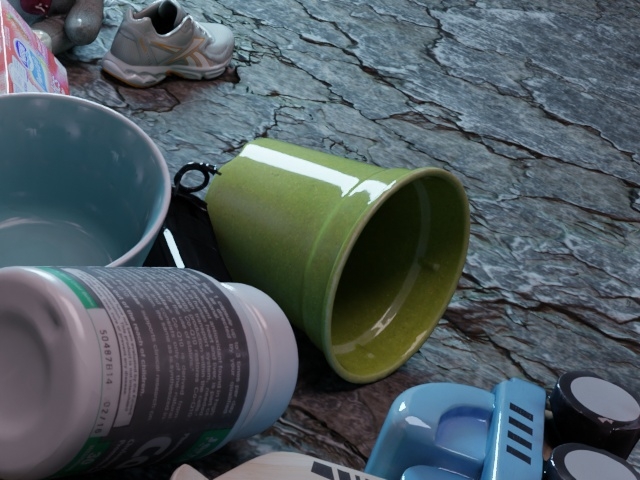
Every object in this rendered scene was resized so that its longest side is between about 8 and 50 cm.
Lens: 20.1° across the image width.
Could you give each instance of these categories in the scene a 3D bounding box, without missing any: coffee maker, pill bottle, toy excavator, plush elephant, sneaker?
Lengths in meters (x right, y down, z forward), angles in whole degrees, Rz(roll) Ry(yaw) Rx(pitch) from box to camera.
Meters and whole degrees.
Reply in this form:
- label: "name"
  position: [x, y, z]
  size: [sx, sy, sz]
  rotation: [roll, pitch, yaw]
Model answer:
- label: "coffee maker"
  position: [-0.166, 0.024, 2.096]
  size: [0.120, 0.171, 0.178]
  rotation: [2, 32, -21]
- label: "pill bottle"
  position: [-0.192, 0.127, 1.818]
  size: [0.204, 0.204, 0.361]
  rotation: [38, 20, 29]
- label: "toy excavator"
  position: [0.082, 0.264, 1.797]
  size: [0.445, 0.222, 0.433]
  rotation: [19, 26, 0]
- label: "plush elephant"
  position: [-0.386, -0.427, 2.648]
  size: [0.272, 0.255, 0.330]
  rotation: [36, 31, 26]
- label: "sneaker"
  position: [-0.209, -0.308, 2.704]
  size: [0.099, 0.121, 0.262]
  rotation: [35, 31, 23]

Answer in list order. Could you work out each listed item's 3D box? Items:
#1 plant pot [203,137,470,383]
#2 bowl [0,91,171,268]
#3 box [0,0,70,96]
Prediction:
- label: "plant pot"
  position: [0.000, 0.000, 2.200]
  size: [0.254, 0.276, 0.276]
  rotation: [25, 26, 32]
- label: "bowl"
  position: [-0.323, -0.005, 1.997]
  size: [0.311, 0.163, 0.312]
  rotation: [3, 46, -3]
- label: "box"
  position: [-0.402, -0.159, 2.226]
  size: [0.154, 0.142, 0.300]
  rotation: [52, 11, -34]
